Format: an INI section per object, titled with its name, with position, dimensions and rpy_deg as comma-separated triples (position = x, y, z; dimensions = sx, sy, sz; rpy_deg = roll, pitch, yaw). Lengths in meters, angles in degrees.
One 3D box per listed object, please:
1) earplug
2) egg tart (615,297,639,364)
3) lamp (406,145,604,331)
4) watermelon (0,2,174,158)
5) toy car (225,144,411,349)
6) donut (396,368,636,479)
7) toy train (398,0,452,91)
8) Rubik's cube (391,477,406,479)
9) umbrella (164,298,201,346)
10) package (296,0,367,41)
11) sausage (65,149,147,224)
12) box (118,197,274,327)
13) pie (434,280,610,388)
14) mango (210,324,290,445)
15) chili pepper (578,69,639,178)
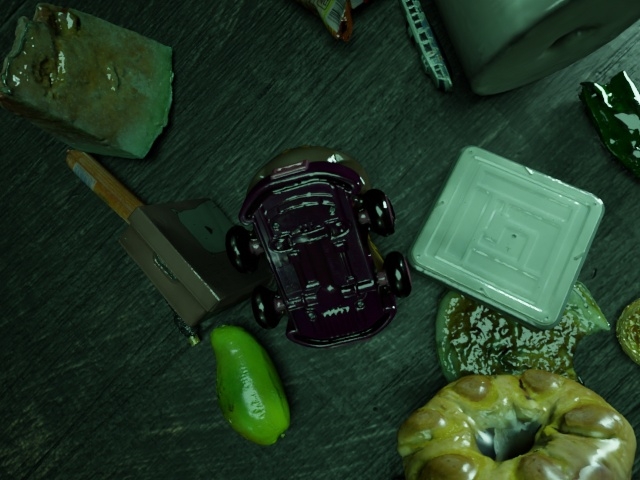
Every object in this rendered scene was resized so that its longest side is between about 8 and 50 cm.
[earplug]
position = 0.319, -0.488, 0.801
dimensions = 0.313, 0.312, 0.393
rpy_deg = -22, 83, 6
[egg tart]
position = 0.578, 0.157, 0.846
dimensions = 0.129, 0.049, 0.128
rpy_deg = -10, 72, 33
[lamp]
position = 0.321, -0.011, 0.864
dimensions = 0.269, 0.047, 0.266
rpy_deg = 26, 75, 12
[watermelon]
position = -0.454, -0.315, 0.954
dimensions = 0.151, 0.302, 0.263
rpy_deg = -1, 76, 41
[toy car]
position = 0.000, 0.000, 0.871
dimensions = 0.272, 0.240, 0.340
rpy_deg = -14, 112, 8
[donut]
position = 0.272, 0.311, 0.702
dimensions = 0.318, 0.299, 0.149
rpy_deg = -10, 103, 8
[toy train]
position = 0.202, -0.375, 0.944
dimensions = 0.047, 0.043, 0.207
rpy_deg = -22, 83, 8
[Rubik's cube]
position = 0.239, 0.534, 0.773
dimensions = 0.247, 0.250, 0.248
rpy_deg = -8, 87, 7
[umbrella]
position = -0.277, 0.141, 0.975
dimensions = 0.037, 0.040, 0.143
rpy_deg = -30, 84, -4
[package]
position = 0.011, -0.542, 0.952
dimensions = 0.288, 0.108, 0.223
rpy_deg = 41, 90, 11
[sausage]
position = -0.392, -0.074, 0.998
dimensions = 0.348, 0.053, 0.053
rpy_deg = 40, 92, 9
[box]
position = -0.212, 0.032, 0.886
dimensions = 0.215, 0.215, 0.086
rpy_deg = 47, 111, 8
[pie]
position = 0.346, 0.173, 0.874
dimensions = 0.303, 0.067, 0.302
rpy_deg = -1, 85, 8
[mango]
position = -0.138, 0.264, 0.912
dimensions = 0.126, 0.111, 0.232
rpy_deg = -31, 81, 0
[chili pepper]
position = 0.546, -0.202, 0.877
dimensions = 0.098, 0.061, 0.224
rpy_deg = -33, 84, 11
